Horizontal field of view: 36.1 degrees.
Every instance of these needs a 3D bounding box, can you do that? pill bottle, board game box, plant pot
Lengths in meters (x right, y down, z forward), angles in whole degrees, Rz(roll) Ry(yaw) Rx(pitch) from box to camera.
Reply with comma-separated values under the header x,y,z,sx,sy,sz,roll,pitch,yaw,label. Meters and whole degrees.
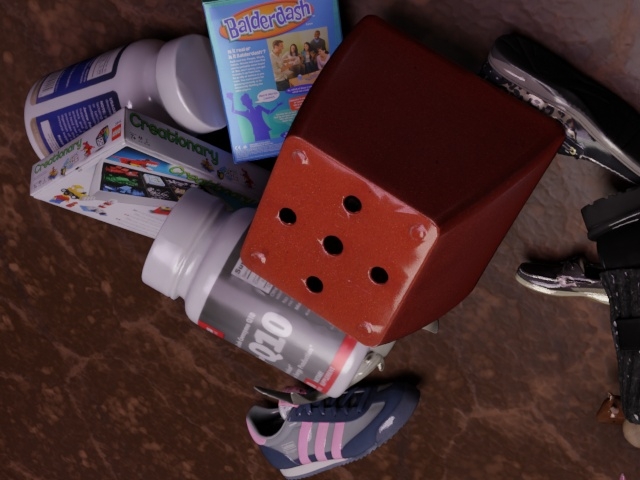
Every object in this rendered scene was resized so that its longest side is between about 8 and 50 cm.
x,y,z,sx,sy,sz,roll,pitch,yaw,label
-0.250,-0.179,1.302,0.265,0.153,0.153,-11,116,33,pill bottle
-0.196,-0.066,1.297,0.193,0.053,0.305,-23,150,36,board game box
0.063,-0.043,1.077,0.267,0.236,0.267,33,128,11,plant pot
-0.065,0.060,1.214,0.283,0.161,0.161,28,130,2,pill bottle
-0.048,-0.209,1.201,0.160,0.047,0.210,-10,121,-3,board game box

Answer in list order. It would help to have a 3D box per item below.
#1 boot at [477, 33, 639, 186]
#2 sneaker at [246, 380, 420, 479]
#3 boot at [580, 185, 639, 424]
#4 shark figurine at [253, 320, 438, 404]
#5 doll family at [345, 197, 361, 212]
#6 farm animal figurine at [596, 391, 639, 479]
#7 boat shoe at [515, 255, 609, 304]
x,y,z,sx,sy,sz,roll,pitch,yaw,label
0.258,-0.107,1.140,0.236,0.085,0.178,37,134,2,boot
0.007,0.268,1.497,0.319,0.112,0.131,-33,105,37,sneaker
0.456,0.043,1.025,0.348,0.131,0.260,-23,71,38,boot
0.046,0.133,1.378,0.166,0.278,0.116,34,-176,-39,shark figurine
0.000,0.000,1.320,0.193,0.111,0.076,-28,106,38,doll family
0.431,0.267,1.128,0.327,0.330,0.172,-12,125,31,farm animal figurine
0.321,0.042,1.226,0.152,0.056,0.049,9,120,10,boat shoe
